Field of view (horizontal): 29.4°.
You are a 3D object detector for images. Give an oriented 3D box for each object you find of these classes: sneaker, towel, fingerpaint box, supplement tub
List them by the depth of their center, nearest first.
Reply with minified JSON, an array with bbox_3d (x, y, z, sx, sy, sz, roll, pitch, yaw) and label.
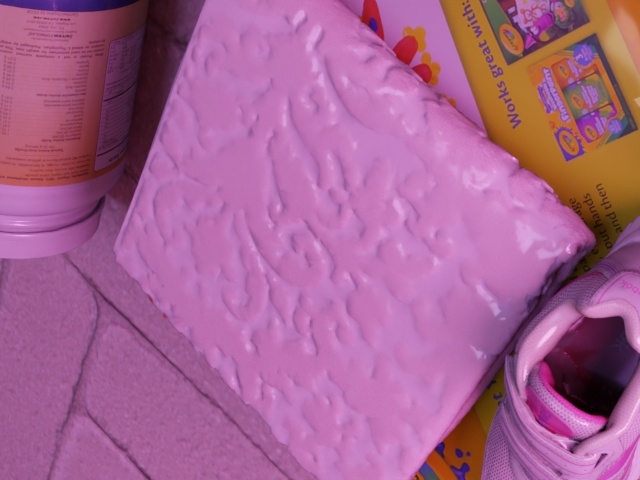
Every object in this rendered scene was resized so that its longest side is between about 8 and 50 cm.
[{"bbox_3d":[0.151,0.099,0.742,0.103,0.111,0.252,35,124,27],"label":"sneaker"},{"bbox_3d":[0.000,0.000,0.883,0.332,0.053,0.317,45,130,22],"label":"towel"},{"bbox_3d":[0.159,-0.014,0.887,0.371,0.163,0.444,-26,86,43],"label":"fingerpaint box"},{"bbox_3d":[-0.294,-0.164,1.195,0.228,0.228,0.316,32,123,30],"label":"supplement tub"}]

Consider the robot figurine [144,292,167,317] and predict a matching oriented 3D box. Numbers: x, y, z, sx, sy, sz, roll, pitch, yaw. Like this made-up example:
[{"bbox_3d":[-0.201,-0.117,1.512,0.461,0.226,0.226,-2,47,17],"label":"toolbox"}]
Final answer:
[{"bbox_3d":[-0.088,0.008,1.138,0.219,0.128,0.158,-21,118,44],"label":"robot figurine"}]
